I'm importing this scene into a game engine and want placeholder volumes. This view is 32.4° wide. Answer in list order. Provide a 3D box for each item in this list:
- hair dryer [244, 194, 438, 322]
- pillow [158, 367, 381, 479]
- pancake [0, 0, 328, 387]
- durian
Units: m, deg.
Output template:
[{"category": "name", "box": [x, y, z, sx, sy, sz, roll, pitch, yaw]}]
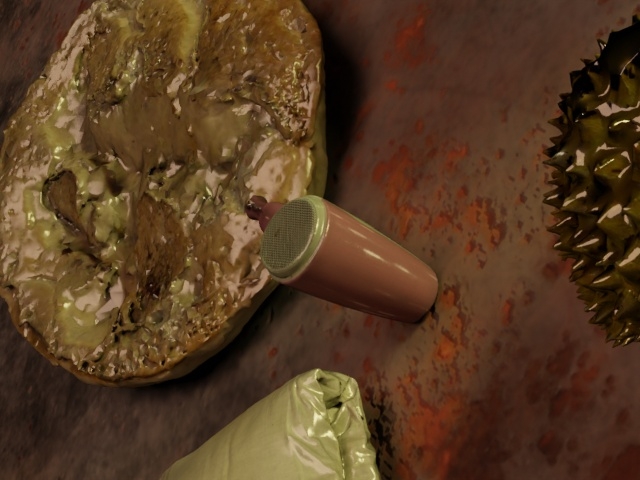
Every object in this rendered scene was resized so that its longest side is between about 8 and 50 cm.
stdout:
[{"category": "hair dryer", "box": [-0.006, -0.003, 0.686, 0.154, 0.106, 0.054, 35, 98, 53]}, {"category": "pillow", "box": [-0.035, 0.164, 0.653, 0.181, 0.077, 0.134, -36, 45, 32]}, {"category": "pancake", "box": [-0.134, -0.063, 0.889, 0.386, 0.082, 0.387, -15, 66, 38]}, {"category": "durian", "box": [0.189, -0.052, 0.447, 0.193, 0.137, 0.237, 13, 80, 54]}]
